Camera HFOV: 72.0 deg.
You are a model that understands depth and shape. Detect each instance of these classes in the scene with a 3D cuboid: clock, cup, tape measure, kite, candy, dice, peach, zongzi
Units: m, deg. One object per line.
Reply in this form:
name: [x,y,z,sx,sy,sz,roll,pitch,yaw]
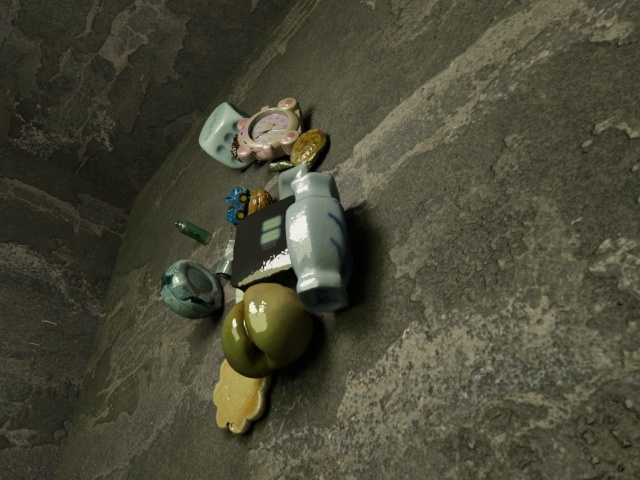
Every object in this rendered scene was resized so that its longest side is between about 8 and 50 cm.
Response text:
clock: [-0.227,-0.485,1.987,0.310,0.114,0.283,-13,61,12]
cup: [-0.387,0.108,1.892,0.128,0.095,0.129,-12,53,51]
tape measure: [-0.543,0.213,1.866,0.147,0.275,0.256,-44,40,16]
kite: [-0.344,-0.001,1.889,0.310,0.170,0.015,-119,21,-55]
candy: [-0.107,-0.228,1.781,0.174,0.071,0.137,-11,79,48]
dice: [-0.466,-0.552,2.343,0.268,0.265,0.262,-50,35,13]
peach: [-0.160,0.268,1.336,0.292,0.247,0.292,-50,9,10]
zongzi: [-0.154,-0.374,2.010,0.131,0.062,0.154,-7,40,26]

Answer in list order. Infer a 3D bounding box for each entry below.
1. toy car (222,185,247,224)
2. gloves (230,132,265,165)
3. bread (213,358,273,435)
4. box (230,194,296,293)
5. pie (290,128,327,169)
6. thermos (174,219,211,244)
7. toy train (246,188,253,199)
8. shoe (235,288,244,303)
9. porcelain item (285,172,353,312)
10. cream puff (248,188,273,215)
toy car: [-0.414,-0.168,2.095,0.097,0.100,0.190,25,106,61]
gloves: [-0.297,-0.490,2.171,0.313,0.135,0.210,-18,83,15]
bread: [-0.259,0.486,1.467,0.316,0.054,0.315,-32,44,37]
box: [-0.161,0.006,1.606,0.360,0.091,0.350,-23,46,19]
pie: [-0.044,-0.372,1.817,0.163,0.079,0.193,10,71,50]
thermos: [-0.666,-0.044,2.287,0.073,0.188,0.083,-40,37,29]
toy train: [-0.319,-0.208,2.085,0.209,0.044,0.042,25,86,57]
shoe: [-0.225,0.245,1.587,0.265,0.095,0.110,12,93,52]
porcelain item: [0.000,0.000,1.327,0.179,0.242,0.404,-10,55,7]
cream puff: [-0.255,-0.151,1.897,0.126,0.103,0.143,158,119,-74]
